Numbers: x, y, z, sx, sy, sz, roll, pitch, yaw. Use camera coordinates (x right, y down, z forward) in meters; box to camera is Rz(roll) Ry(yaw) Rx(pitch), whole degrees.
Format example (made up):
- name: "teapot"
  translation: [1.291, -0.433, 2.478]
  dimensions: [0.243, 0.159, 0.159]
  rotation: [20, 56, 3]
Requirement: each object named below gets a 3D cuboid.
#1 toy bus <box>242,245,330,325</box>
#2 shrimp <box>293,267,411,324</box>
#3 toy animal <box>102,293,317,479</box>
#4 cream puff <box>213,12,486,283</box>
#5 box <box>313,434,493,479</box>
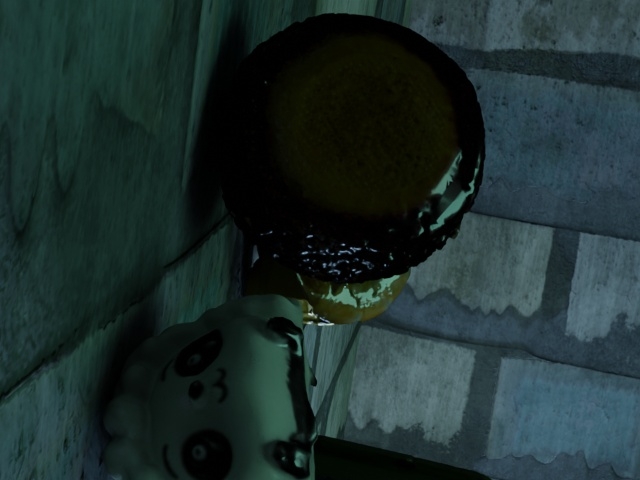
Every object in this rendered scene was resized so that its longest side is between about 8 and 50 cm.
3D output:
- name: "toy bus"
  translation: [0.003, -0.057, 1.388]
  dimensions: [0.123, 0.121, 0.335]
  rotation: [85, 17, -46]
- name: "shrimp"
  translation: [0.000, 0.000, 1.222]
  dimensions: [0.287, 0.063, 0.152]
  rotation: [21, 86, -46]
- name: "toy animal"
  translation: [-0.077, 0.153, 0.906]
  dimensions: [0.204, 0.156, 0.208]
  rotation: [83, 2, -57]
- name: "cream puff"
  translation: [0.022, -0.077, 1.065]
  dimensions: [0.165, 0.239, 0.239]
  rotation: [118, -15, -71]
- name: "box"
  translation: [0.006, 0.343, 1.237]
  dimensions: [0.178, 0.328, 0.253]
  rotation: [-10, 108, -70]
